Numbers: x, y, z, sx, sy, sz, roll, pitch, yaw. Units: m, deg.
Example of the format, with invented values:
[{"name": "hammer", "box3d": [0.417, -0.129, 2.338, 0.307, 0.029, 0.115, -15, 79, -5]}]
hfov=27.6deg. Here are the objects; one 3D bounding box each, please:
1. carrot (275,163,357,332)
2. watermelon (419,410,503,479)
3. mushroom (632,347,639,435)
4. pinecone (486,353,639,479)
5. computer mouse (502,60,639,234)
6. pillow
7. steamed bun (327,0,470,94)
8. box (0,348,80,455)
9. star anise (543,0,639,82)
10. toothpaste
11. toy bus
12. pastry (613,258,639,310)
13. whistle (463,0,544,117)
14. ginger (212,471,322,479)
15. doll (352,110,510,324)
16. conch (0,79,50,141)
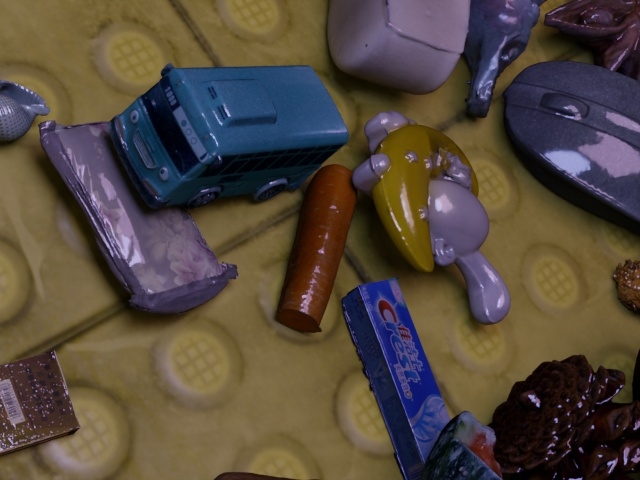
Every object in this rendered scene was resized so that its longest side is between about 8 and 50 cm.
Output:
[{"name": "carrot", "box3d": [0.000, 0.000, 1.567, 0.067, 0.067, 0.225, 24, 59, -17]}, {"name": "watermelon", "box3d": [0.223, 0.327, 1.370, 0.214, 0.289, 0.319, 4, 73, -20]}, {"name": "mushroom", "box3d": [0.480, 0.213, 1.573, 0.239, 0.345, 0.345, -4, 68, -18]}, {"name": "pinecone", "box3d": [0.302, 0.242, 1.544, 0.208, 0.208, 0.207, 12, 61, -23]}, {"name": "computer mouse", "box3d": [0.426, -0.123, 1.816, 0.374, 0.114, 0.203, 29, 68, -14]}, {"name": "pillow", "box3d": [-0.208, -0.030, 1.473, 0.169, 0.059, 0.255, -21, 77, -45]}, {"name": "steamed bun", "box3d": [0.099, -0.305, 1.710, 0.146, 0.164, 0.241, 15, 59, -24]}, {"name": "box", "box3d": [-0.321, 0.171, 1.334, 0.133, 0.023, 0.090, -15, 73, -33]}, {"name": "star anise", "box3d": [0.449, -0.335, 1.956, 0.349, 0.109, 0.292, 44, 46, -16]}, {"name": "toothpaste", "box3d": [0.103, 0.179, 1.544, 0.066, 0.053, 0.272, -10, 72, -33]}, {"name": "toy bus", "box3d": [-0.099, -0.125, 1.495, 0.256, 0.147, 0.128, -10, 67, -52]}, {"name": "pastry", "box3d": [0.471, 0.079, 1.794, 0.140, 0.056, 0.080, 19, 48, -18]}, {"name": "whistle", "box3d": [0.255, -0.331, 1.813, 0.189, 0.189, 0.347, 13, 73, -23]}, {"name": "ginger", "box3d": [0.001, 0.343, 1.317, 0.223, 0.200, 0.269, -15, 75, -31]}, {"name": "doll", "box3d": [0.139, -0.039, 1.630, 0.252, 0.111, 0.237, 37, 35, -35]}, {"name": "conch", "box3d": [-0.350, -0.142, 1.452, 0.085, 0.056, 0.076, 6, 42, -48]}]
